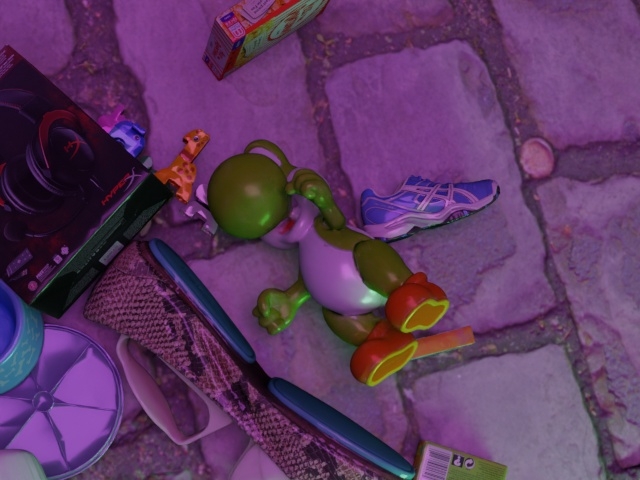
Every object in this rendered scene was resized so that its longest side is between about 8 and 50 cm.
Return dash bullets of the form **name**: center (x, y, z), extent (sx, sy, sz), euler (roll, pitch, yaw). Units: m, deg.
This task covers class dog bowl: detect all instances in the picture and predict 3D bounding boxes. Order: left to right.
- **dog bowl**: center (-0.494, 0.121, 1.420), extent (0.297, 0.074, 0.166), euler (-11, 74, -9)

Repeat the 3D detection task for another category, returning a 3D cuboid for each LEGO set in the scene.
- **LEGO set**: center (-0.203, -0.116, 1.547), extent (0.227, 0.087, 0.093), euler (37, 73, -4)

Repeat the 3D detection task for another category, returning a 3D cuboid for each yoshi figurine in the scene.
- **yoshi figurine**: center (-0.021, 0.010, 1.482), extent (0.203, 0.203, 0.362), euler (-39, 66, -10)

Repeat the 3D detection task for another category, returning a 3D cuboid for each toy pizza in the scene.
- **toy pizza**: center (-0.351, 0.206, 1.471), extent (0.201, 0.032, 0.201), euler (2, 75, -8)

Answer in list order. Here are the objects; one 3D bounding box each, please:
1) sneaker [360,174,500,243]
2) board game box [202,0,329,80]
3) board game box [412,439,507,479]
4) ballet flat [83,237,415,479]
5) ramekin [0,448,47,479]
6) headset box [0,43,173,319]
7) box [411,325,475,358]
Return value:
- **sneaker**: center (0.154, -0.057, 1.619), extent (0.211, 0.080, 0.081), euler (-16, 85, -17)
- **board game box**: center (-0.066, -0.310, 1.588), extent (0.193, 0.147, 0.045), euler (-36, 88, -17)
- **board game box**: center (0.160, 0.410, 1.545), extent (0.124, 0.039, 0.260), euler (19, 72, -8)
- **ballet flat**: center (-0.108, 0.206, 1.483), extent (0.483, 0.164, 0.182), euler (41, 94, 4)
- **ramekin**: center (-0.427, 0.337, 1.309), extent (0.277, 0.277, 0.135), euler (-16, 75, -16)
- **headset box**: center (-0.368, -0.082, 1.441), extent (0.293, 0.110, 0.218), euler (42, 86, 15)
- **box**: center (0.132, 0.147, 1.570), extent (0.136, 0.081, 0.028), euler (-14, 82, -15)
